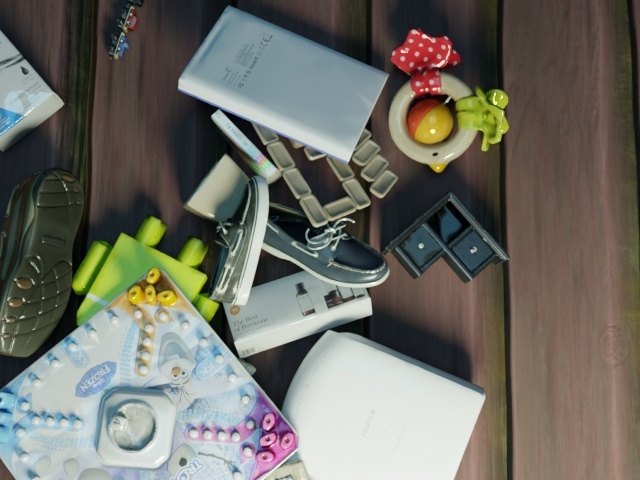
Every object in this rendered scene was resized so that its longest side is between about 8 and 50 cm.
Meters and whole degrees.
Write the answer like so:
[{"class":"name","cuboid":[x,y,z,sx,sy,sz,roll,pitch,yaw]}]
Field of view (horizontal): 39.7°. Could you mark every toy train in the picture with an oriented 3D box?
[{"class":"toy train","cuboid":[-0.351,-0.400,1.617,0.036,0.027,0.158,19,80,-10]}]

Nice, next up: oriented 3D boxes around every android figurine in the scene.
[{"class":"android figurine","cuboid":[-0.307,0.101,1.525,0.248,0.056,0.273,25,81,1]}]

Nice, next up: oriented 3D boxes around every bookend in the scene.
[{"class":"bookend","cuboid":[0.215,0.024,1.549,0.157,0.072,0.156,-39,85,-7]}]

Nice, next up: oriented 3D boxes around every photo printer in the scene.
[{"class":"photo printer","cuboid":[0.089,0.306,1.482,0.307,0.107,0.256,24,82,1]}]

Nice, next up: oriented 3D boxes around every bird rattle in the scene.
[{"class":"bird rattle","cuboid":[0.208,-0.240,1.568,0.253,0.143,0.207,40,98,7]}]

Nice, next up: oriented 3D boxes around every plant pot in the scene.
[{"class":"plant pot","cuboid":[-0.165,-0.075,1.537,0.096,0.109,0.109,37,81,-10]}]

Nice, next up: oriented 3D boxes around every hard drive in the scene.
[{"class":"hard drive","cuboid":[-0.060,-0.279,1.562,0.318,0.040,0.210,24,56,2]}]

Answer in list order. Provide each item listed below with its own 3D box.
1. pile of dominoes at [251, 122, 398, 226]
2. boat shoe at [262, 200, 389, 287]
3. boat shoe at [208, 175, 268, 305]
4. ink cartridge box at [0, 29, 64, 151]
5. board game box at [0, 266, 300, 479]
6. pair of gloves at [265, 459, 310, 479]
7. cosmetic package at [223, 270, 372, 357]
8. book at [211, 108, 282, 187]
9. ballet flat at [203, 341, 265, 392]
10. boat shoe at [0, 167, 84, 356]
[{"class":"pile of dominoes","cuboid":[0.007,-0.147,1.553,0.196,0.040,0.251,-21,69,-26]},{"class":"boat shoe","cuboid":[0.000,0.000,1.502,0.254,0.079,0.095,25,48,24]},{"class":"boat shoe","cuboid":[-0.136,-0.003,1.464,0.070,0.078,0.219,12,89,-19]},{"class":"ink cartridge box","cuboid":[-0.572,-0.275,1.560,0.139,0.082,0.191,-41,86,-8]},{"class":"board game box","cuboid":[-0.298,0.298,1.411,0.390,0.050,0.390,-39,76,-9]},{"class":"pair of gloves","cuboid":[-0.086,0.480,1.449,0.240,0.042,0.204,-28,87,18]},{"class":"cosmetic package","cuboid":[-0.041,0.111,1.514,0.239,0.060,0.099,-18,53,-5]},{"class":"book","cuboid":[-0.129,-0.163,1.552,0.035,0.096,0.144,-43,85,-4]},{"class":"ballet flat","cuboid":[-0.136,0.260,1.505,0.079,0.077,0.221,-22,87,-24]},{"class":"boat shoe","cuboid":[-0.496,0.035,1.506,0.120,0.122,0.324,3,74,36]}]
